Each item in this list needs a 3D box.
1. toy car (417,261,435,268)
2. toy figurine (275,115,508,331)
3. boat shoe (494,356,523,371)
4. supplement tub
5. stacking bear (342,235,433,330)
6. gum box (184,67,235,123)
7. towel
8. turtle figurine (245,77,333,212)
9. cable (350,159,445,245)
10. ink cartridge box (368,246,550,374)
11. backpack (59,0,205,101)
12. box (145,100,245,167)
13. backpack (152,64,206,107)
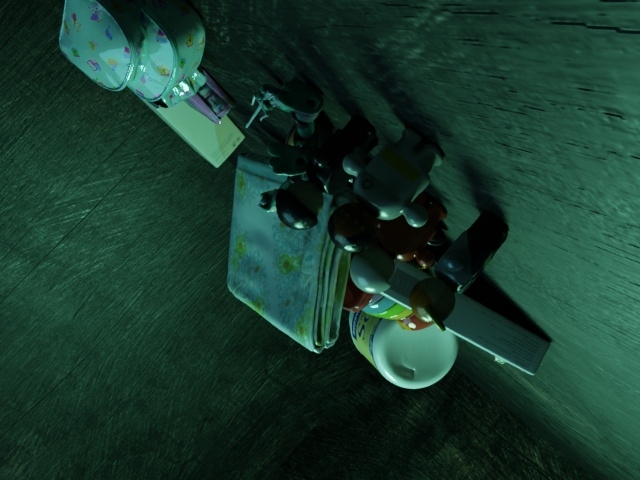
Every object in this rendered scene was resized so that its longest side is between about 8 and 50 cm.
[{"bbox_3d":[0.168,0.010,1.104,0.040,0.060,0.122,-18,155,35],"label":"toy car"},{"bbox_3d":[0.073,-0.018,0.691,0.213,0.148,0.209,44,176,-28],"label":"toy figurine"},{"bbox_3d":[0.387,0.241,1.346,0.137,0.043,0.049,40,175,8],"label":"boat shoe"},{"bbox_3d":[0.223,0.260,1.779,0.241,0.241,0.331,42,176,-15],"label":"supplement tub"},{"bbox_3d":[0.152,0.103,1.309,0.289,0.164,0.175,31,176,-37],"label":"stacking bear"},{"bbox_3d":[-0.267,-0.326,1.344,0.107,0.062,0.188,44,176,-38],"label":"gum box"},{"bbox_3d":[-0.076,0.011,1.254,0.090,0.320,0.374,-2,-161,-38],"label":"towel"},{"bbox_3d":[-0.039,-0.133,0.854,0.234,0.118,0.175,171,91,-84],"label":"turtle figurine"},{"bbox_3d":[0.100,-0.046,0.888,0.184,0.047,0.150,40,176,19],"label":"cable"},{"bbox_3d":[0.199,0.107,1.062,0.296,0.066,0.261,29,179,-11],"label":"ink cartridge box"},{"bbox_3d":[-0.268,-0.296,0.887,0.188,0.144,0.166,34,138,-7],"label":"backpack"},{"bbox_3d":[-0.336,-0.329,1.584,0.148,0.121,0.311,40,176,25],"label":"box"},{"bbox_3d":[-0.284,-0.321,1.076,0.182,0.115,0.152,58,-176,-28],"label":"backpack"}]
